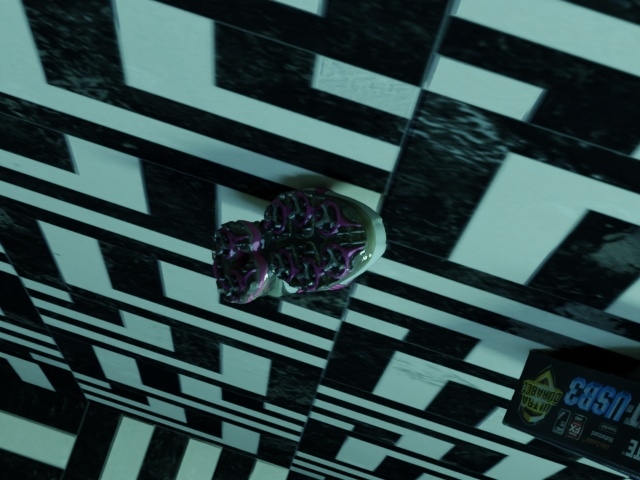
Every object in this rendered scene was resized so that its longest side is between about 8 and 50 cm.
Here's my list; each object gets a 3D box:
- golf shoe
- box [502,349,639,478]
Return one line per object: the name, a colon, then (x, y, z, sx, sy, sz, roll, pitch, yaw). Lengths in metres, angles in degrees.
golf shoe: (0.000, 0.000, 1.199, 0.086, 0.067, 0.186, -7, 178, -28)
box: (0.329, 0.179, 1.357, 0.293, 0.073, 0.295, 24, 175, -22)
